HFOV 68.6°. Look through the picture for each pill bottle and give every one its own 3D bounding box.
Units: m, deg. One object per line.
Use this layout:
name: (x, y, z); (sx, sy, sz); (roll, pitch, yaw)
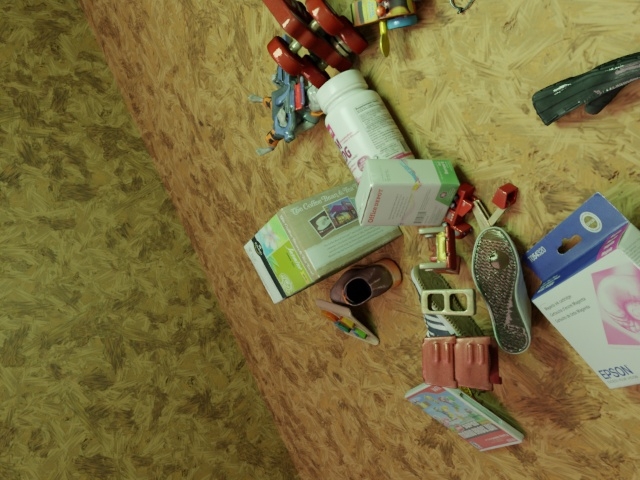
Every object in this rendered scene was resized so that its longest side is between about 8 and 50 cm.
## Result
pill bottle: (0.112, -0.288, 1.229); (0.282, 0.160, 0.160); (62, 147, 5)

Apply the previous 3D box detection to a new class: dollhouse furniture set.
dollhouse furniture set: (0.341, 0.161, 1.134); (0.152, 0.201, 0.373); (-4, 80, 26)

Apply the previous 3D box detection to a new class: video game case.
video game case: (0.410, 0.510, 1.370); (0.285, 0.025, 0.204); (35, 145, 3)

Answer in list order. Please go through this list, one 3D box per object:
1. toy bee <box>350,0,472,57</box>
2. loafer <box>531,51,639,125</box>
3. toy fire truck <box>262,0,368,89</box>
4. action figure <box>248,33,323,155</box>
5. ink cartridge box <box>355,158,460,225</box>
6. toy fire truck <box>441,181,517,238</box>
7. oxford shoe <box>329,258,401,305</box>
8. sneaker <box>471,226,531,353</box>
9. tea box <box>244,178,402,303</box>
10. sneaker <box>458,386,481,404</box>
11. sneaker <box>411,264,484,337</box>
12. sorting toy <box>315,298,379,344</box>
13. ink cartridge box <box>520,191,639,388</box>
toy bee: (0.150, -0.525, 1.022); (0.298, 0.162, 0.195); (-17, 96, 56)
loafer: (0.482, -0.262, 0.822); (0.223, 0.076, 0.078); (-10, 108, 61)
toy fire truck: (-0.038, -0.540, 1.173); (0.169, 0.302, 0.253); (-39, 70, 25)
action figure: (-0.091, -0.441, 1.465); (0.330, 0.179, 0.340); (-4, 81, 48)
ink cartridge box: (0.203, -0.114, 1.139); (0.154, 0.213, 0.093); (100, 164, -52)
toy fire truck: (0.373, -0.068, 1.119); (0.135, 0.047, 0.191); (39, 139, 33)
oxford shoe: (0.108, 0.157, 1.554); (0.129, 0.133, 0.364); (60, 147, 6)
sneaker: (0.430, 0.111, 1.108); (0.106, 0.123, 0.289); (-10, 88, 29)
tea box: (0.000, 0.000, 1.420); (0.219, 0.329, 0.323); (61, 147, 6)
sneaker: (0.410, 0.443, 1.397); (0.175, 0.064, 0.067); (41, 127, 25)
sneaker: (0.322, 0.211, 1.329); (0.282, 0.099, 0.153); (54, 144, 9)
sorting toy: (0.092, 0.298, 1.687); (0.193, 0.038, 0.208); (10, 147, 51)
ink cartridge box: (0.545, 0.115, 0.897); (0.330, 0.072, 0.324); (51, 164, 18)
